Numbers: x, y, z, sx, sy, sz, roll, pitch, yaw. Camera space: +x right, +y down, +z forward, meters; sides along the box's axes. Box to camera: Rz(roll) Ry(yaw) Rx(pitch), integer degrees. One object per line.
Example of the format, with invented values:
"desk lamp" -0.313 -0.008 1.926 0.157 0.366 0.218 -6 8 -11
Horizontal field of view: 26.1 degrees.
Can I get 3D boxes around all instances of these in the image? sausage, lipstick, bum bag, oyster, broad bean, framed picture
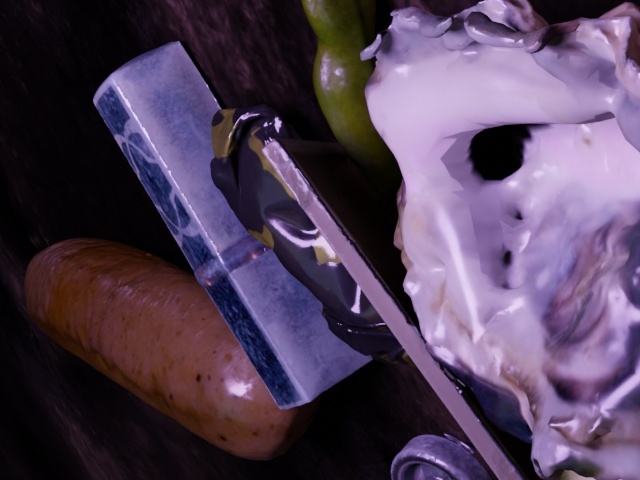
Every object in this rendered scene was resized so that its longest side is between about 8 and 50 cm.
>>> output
"sausage" -0.166 0.076 1.288 0.136 0.123 0.501 37 169 -35
"lipstick" -0.070 -0.012 1.055 0.290 0.076 0.077 60 157 0
"bum bag" 0.000 0.000 0.958 0.232 0.060 0.107 51 146 8
"oyster" 0.124 -0.006 0.640 0.351 0.114 0.238 27 132 60
"broad bean" 0.017 -0.104 0.816 0.070 0.048 0.214 1 122 57
"framed picture" 0.064 0.042 0.822 0.250 0.016 0.184 53 -168 5

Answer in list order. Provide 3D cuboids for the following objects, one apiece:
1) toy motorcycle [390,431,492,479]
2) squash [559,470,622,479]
"toy motorcycle" 0.126 0.256 0.852 0.275 0.205 0.127 30 140 23
"squash" 0.234 0.156 0.702 0.220 0.133 0.220 29 128 46
